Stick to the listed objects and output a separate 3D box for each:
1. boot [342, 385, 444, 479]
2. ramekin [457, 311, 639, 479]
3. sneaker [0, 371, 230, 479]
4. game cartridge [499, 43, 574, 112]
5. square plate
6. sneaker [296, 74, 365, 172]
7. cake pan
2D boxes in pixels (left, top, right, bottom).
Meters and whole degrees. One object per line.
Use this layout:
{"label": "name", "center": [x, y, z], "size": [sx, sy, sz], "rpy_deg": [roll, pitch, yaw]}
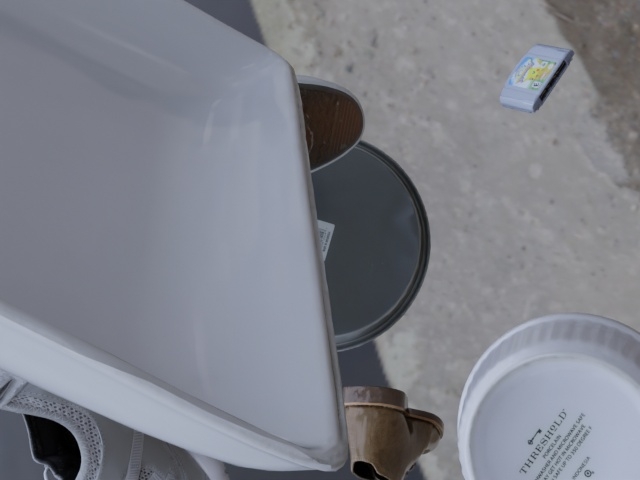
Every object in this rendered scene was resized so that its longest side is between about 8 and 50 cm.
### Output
{"label": "boot", "center": [0.092, 0.273, 1.631], "size": [0.112, 0.305, 0.115], "rpy_deg": [-2, 74, 19]}
{"label": "ramekin", "center": [0.272, 0.218, 1.321], "size": [0.272, 0.127, 0.273], "rpy_deg": [1, 92, 17]}
{"label": "sneaker", "center": [-0.162, 0.160, 0.909], "size": [0.105, 0.281, 0.115], "rpy_deg": [9, 49, 41]}
{"label": "game cartridge", "center": [0.231, -0.176, 1.317], "size": [0.056, 0.017, 0.083], "rpy_deg": [20, 71, 50]}
{"label": "square plate", "center": [-0.159, -0.074, 0.439], "size": [0.049, 0.347, 0.344], "rpy_deg": [-57, 18, 22]}
{"label": "sneaker", "center": [-0.105, -0.115, 1.210], "size": [0.123, 0.290, 0.106], "rpy_deg": [-115, 17, -67]}
{"label": "cake pan", "center": [0.000, 0.000, 1.581], "size": [0.054, 0.293, 0.293], "rpy_deg": [115, 166, -86]}
